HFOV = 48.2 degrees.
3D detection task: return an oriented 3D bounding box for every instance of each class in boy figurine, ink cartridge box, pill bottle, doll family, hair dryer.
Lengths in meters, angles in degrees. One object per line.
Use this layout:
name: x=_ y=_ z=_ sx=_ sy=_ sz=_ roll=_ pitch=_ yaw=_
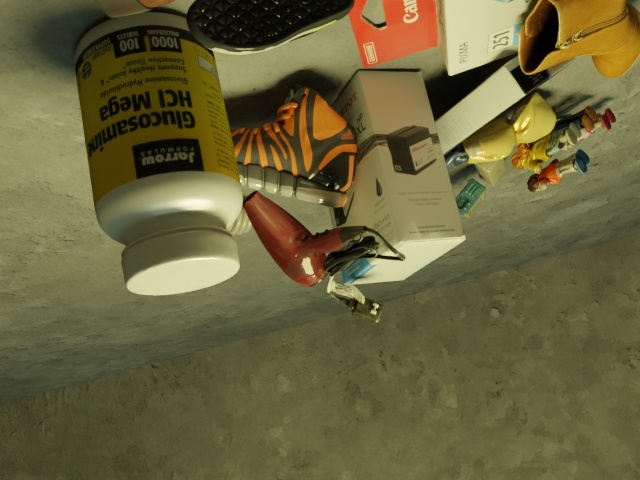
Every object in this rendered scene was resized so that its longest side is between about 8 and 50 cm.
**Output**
boy figurine: x=0.323 y=-0.200 z=1.421 sx=0.285 sy=0.092 sz=0.177 roll=-22 pitch=-168 yaw=22
ink cartridge box: x=0.271 y=-0.226 z=1.251 sx=0.165 sy=0.065 sz=0.333 roll=-37 pitch=-178 yaw=-33
pill bottle: x=-0.205 y=-0.108 z=0.931 sx=0.188 sy=0.334 sz=0.188 roll=-13 pitch=163 yaw=-4
ink cartridge box: x=0.172 y=-0.324 z=0.992 sx=0.261 sy=0.066 sz=0.296 roll=-17 pitch=162 yaw=7
ink cartridge box: x=0.106 y=-0.103 z=1.232 sx=0.129 sy=0.307 sz=0.223 roll=-4 pitch=161 yaw=-23
doll family: x=0.486 y=-0.210 z=1.489 sx=0.263 sy=0.118 sz=0.163 roll=-46 pitch=-169 yaw=-36
hair dryer: x=0.000 y=0.000 z=1.164 sx=0.080 sy=0.293 sz=0.223 roll=-53 pitch=162 yaw=-38

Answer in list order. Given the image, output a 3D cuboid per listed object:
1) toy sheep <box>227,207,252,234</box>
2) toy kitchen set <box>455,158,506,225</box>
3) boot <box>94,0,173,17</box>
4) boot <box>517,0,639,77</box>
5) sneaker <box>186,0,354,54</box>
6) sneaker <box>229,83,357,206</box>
toy sheep: x=-0.194 y=-0.053 z=1.547 sx=0.132 sy=0.091 sz=0.091 roll=3 pitch=157 yaw=-30
toy kitchen set: x=0.302 y=-0.144 z=1.672 sx=0.207 sy=0.166 sz=0.122 roll=-53 pitch=158 yaw=1
boot: x=-0.126 y=-0.328 z=0.701 sx=0.280 sy=0.096 sz=0.264 roll=-16 pitch=162 yaw=6
boot: x=0.381 y=-0.301 z=1.059 sx=0.211 sy=0.104 sz=0.295 roll=-35 pitch=153 yaw=-8
sneaker: x=-0.061 y=-0.274 z=0.892 sx=0.235 sy=0.084 sz=0.097 roll=-20 pitch=-175 yaw=-28
sneaker: x=-0.093 y=-0.173 z=1.164 sx=0.321 sy=0.180 sz=0.124 roll=13 pitch=-175 yaw=-7
